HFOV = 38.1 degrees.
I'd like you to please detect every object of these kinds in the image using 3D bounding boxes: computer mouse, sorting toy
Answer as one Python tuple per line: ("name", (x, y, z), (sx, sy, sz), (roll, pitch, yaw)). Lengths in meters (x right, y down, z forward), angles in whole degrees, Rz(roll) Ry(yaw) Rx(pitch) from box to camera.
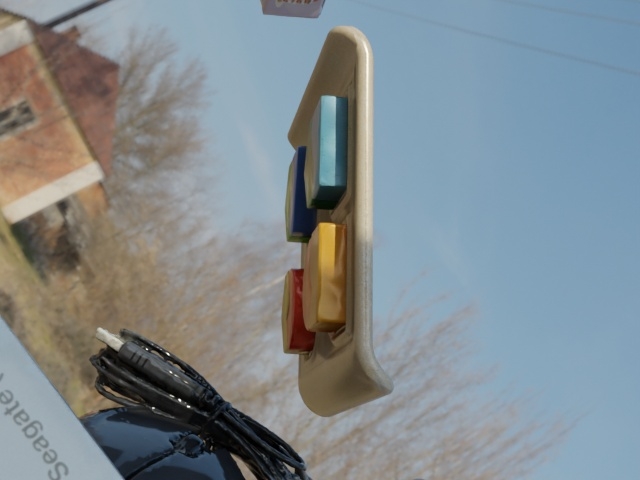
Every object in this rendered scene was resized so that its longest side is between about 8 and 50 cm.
("computer mouse", (-0.108, 0.138, 0.534), (0.188, 0.072, 0.272), (34, 25, 8))
("sorting toy", (0.000, 0.000, 0.579), (0.193, 0.038, 0.208), (126, -38, -72))

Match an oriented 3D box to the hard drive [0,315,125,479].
("hard drive", (-0.223, 0.203, 0.354), (0.233, 0.353, 0.047), (52, -25, 2))

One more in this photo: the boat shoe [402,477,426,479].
("boat shoe", (0.070, 0.261, 0.491), (0.111, 0.104, 0.307), (-96, 165, -64))

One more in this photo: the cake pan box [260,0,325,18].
("cake pan box", (-0.013, -0.387, 0.868), (0.267, 0.070, 0.246), (122, -39, -58))
